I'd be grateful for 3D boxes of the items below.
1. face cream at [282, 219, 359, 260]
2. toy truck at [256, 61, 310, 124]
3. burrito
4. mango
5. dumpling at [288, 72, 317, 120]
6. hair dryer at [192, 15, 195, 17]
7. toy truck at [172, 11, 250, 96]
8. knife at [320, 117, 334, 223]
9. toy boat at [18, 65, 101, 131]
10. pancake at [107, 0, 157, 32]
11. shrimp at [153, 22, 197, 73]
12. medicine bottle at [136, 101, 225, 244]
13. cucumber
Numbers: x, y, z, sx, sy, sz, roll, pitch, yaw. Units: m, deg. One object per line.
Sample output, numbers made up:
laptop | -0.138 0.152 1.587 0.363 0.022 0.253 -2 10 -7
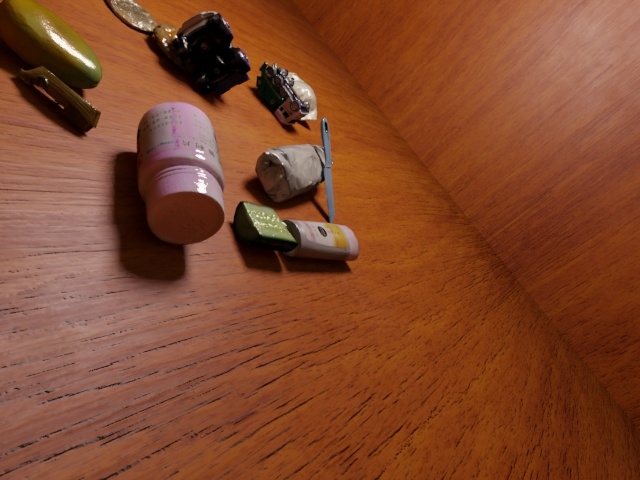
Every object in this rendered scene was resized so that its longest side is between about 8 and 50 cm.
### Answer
face cream | 0.000 0.000 1.150 0.269 0.073 0.108 7 55 -56
toy truck | -0.140 -0.501 1.597 0.216 0.116 0.110 55 27 0
burrito | -0.052 -0.208 1.321 0.139 0.101 0.445 68 23 -7
mango | -0.501 -0.363 0.863 0.194 0.091 0.130 41 24 -23
dumpling | -0.093 -0.527 1.726 0.155 0.111 0.181 -20 59 -30
hair dryer | -0.375 -0.674 1.563 0.106 0.054 0.154 1 61 -62
toy truck | -0.298 -0.532 1.305 0.213 0.161 0.177 59 12 -33
knife | 0.021 -0.204 1.345 0.044 0.019 0.314 -6 91 -59
toy boat | -0.463 -0.255 0.821 0.149 0.049 0.047 40 -4 -12
pancake | -0.524 -0.635 1.287 0.151 0.025 0.152 37 27 -23
shrimp | -0.374 -0.553 1.374 0.294 0.062 0.154 -19 81 -60
medicine bottle | -0.254 -0.126 0.843 0.151 0.152 0.255 23 34 -41
cucumber | -0.125 -0.021 0.998 0.115 0.062 0.116 15 33 -51
